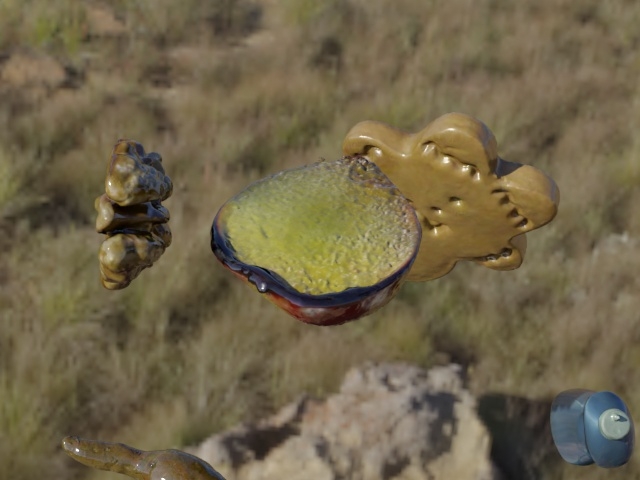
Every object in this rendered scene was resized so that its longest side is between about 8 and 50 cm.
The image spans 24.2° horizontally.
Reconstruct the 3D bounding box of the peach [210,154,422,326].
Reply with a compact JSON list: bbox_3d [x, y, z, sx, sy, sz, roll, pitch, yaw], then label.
[{"bbox_3d":[-0.001,0.004,1.379,0.189,0.068,0.279,18,31,12],"label":"peach"}]

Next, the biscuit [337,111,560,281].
[{"bbox_3d":[0.117,-0.038,1.797,0.275,0.355,0.052,38,55,-24],"label":"biscuit"}]

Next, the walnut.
[{"bbox_3d":[-0.171,-0.022,1.380,0.069,0.142,0.170,3,7,-5],"label":"walnut"}]

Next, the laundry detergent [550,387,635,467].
[{"bbox_3d":[0.326,0.221,1.774,0.061,0.096,0.206,-7,-7,-6],"label":"laundry detergent"}]

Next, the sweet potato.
[{"bbox_3d":[-0.185,0.287,1.820,0.270,0.074,0.075,23,31,6],"label":"sweet potato"}]
